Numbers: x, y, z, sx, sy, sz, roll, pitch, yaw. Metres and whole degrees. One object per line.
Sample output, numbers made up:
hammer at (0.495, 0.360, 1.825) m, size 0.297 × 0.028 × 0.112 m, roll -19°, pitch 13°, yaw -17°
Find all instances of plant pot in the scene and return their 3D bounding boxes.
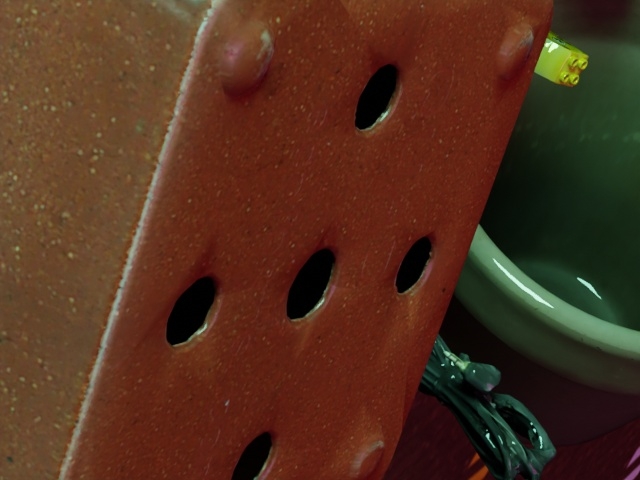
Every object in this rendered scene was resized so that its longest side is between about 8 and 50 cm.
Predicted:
plant pot at (-0.092, -0.035, 0.577) m, size 0.267 × 0.235 × 0.267 m, roll -9°, pitch 122°, yaw -56°
plant pot at (0.159, 0.009, 1.169) m, size 0.263 × 0.263 × 0.229 m, roll -43°, pitch 166°, yaw -32°

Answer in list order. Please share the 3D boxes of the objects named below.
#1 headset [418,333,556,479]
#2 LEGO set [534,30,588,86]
headset at (-0.077, 0.182, 0.946) m, size 0.394 × 0.185 × 0.243 m, roll -43°, pitch 150°, yaw -10°
LEGO set at (0.099, -0.134, 1.021) m, size 0.227 × 0.093 × 0.087 m, roll 1°, pitch 121°, yaw -49°
